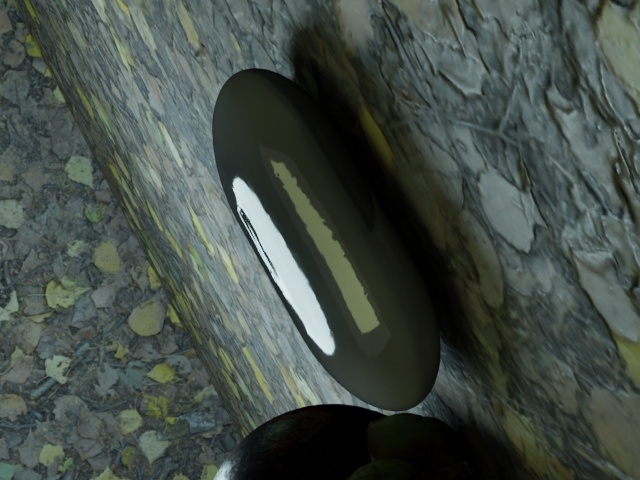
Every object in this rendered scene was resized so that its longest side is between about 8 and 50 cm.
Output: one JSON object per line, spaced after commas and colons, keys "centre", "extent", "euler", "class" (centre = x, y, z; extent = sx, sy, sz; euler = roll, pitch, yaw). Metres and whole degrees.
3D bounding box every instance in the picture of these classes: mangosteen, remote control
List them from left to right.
{"centre": [0.000, 0.000, 0.921], "extent": [0.332, 0.103, 0.221], "euler": [59, 159, 8], "class": "remote control"}
{"centre": [0.046, 0.305, 1.027], "extent": [0.359, 0.306, 0.306], "euler": [-26, 93, 34], "class": "mangosteen"}
